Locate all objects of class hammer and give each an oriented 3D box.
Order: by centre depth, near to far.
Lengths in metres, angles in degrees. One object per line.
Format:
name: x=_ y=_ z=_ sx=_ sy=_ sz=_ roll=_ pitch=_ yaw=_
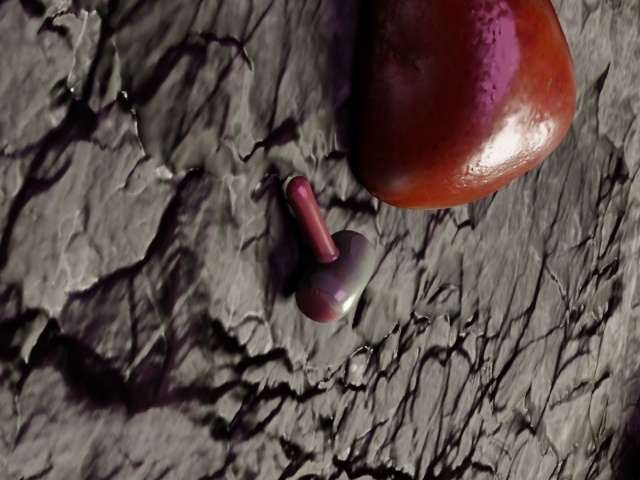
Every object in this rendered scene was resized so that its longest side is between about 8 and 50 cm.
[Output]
hammer: x=0.000 y=0.000 z=0.898 sx=0.052 sy=0.031 sz=0.083 roll=-59 pitch=141 yaw=-35

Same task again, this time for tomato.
tomato: x=0.094 y=-0.095 z=0.970 sx=0.174 sy=0.082 sz=0.166 roll=-10 pitch=109 yaw=-57
